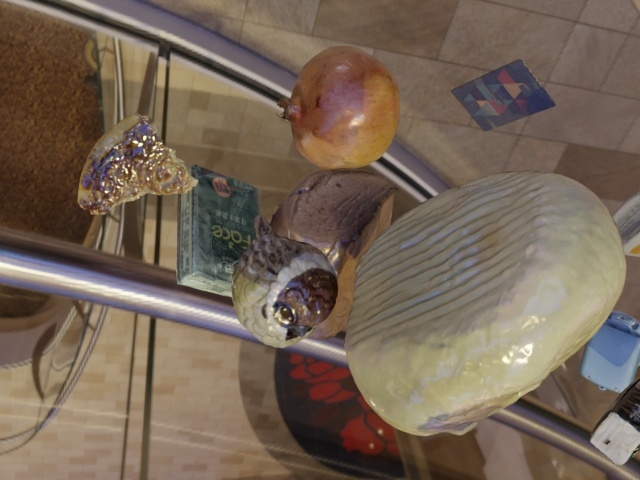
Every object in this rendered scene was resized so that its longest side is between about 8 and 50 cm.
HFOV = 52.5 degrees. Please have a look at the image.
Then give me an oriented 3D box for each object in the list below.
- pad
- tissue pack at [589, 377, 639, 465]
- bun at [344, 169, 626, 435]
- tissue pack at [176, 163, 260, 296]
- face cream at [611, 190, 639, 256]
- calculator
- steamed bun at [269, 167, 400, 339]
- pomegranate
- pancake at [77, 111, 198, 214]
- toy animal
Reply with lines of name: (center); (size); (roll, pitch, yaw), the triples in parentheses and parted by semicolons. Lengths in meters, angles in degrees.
pad: (0.415, -0.328, 1.491); (0.143, 0.003, 0.211); (44, 151, -19)
tissue pack: (0.616, 0.353, 1.284); (0.170, 0.090, 0.103); (-25, 144, -42)
bun: (0.192, 0.078, 0.789); (0.361, 0.361, 0.213); (-38, 116, 19)
tissue pack: (-0.260, -0.017, 1.688); (0.228, 0.316, 0.103); (18, 147, -41)
face cream: (0.624, -0.022, 1.141); (0.291, 0.071, 0.144); (7, 133, -34)
calculator: (0.668, 0.258, 1.490); (0.039, 0.121, 0.210); (-23, 125, -41)
steamed bun: (0.000, 0.000, 1.136); (0.199, 0.301, 0.252); (19, 122, 16)
pomegranate: (0.043, -0.343, 1.725); (0.338, 0.338, 0.338); (-6, 130, -7)
pancake: (-0.407, -0.154, 1.480); (0.244, 0.057, 0.266); (21, 112, -18)
toy animal: (-0.030, 0.027, 0.593); (0.098, 0.137, 0.098); (-3, 156, -1)
